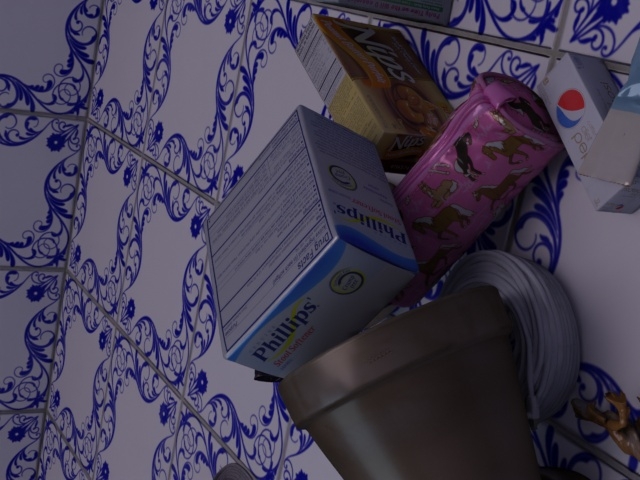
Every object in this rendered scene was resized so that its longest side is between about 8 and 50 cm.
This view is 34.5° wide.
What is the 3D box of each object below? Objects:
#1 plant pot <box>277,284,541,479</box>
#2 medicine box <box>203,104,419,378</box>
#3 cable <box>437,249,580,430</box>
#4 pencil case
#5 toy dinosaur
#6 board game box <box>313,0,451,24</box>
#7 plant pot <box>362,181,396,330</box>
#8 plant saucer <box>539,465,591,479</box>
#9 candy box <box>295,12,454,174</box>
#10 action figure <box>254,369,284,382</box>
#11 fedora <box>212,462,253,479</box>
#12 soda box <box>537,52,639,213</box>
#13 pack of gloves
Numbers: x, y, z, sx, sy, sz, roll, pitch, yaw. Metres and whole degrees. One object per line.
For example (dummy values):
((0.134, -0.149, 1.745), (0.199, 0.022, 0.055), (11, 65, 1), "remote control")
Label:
((0.145, 0.250, 1.335), (0.323, 0.323, 0.280), (-43, 67, 49), "plant pot")
((-0.026, 0.006, 1.474), (0.263, 0.149, 0.289), (-48, 37, 29), "medicine box")
((0.264, 0.143, 1.490), (0.257, 0.089, 0.257), (19, 103, 58), "cable")
((0.188, -0.070, 1.507), (0.160, 0.167, 0.386), (43, 122, 5), "pencil case")
((0.396, 0.252, 1.307), (0.211, 0.064, 0.112), (-122, 27, -56), "toy dinosaur")
((0.121, -0.515, 1.648), (0.097, 0.224, 0.303), (24, 107, 56), "board game box")
((0.000, 0.000, 1.746), (0.284, 0.191, 0.284), (-15, 66, 36), "plant pot")
((0.245, 0.424, 1.367), (0.311, 0.050, 0.310), (-39, 24, 21), "plant saucer")
((0.100, -0.240, 1.696), (0.087, 0.183, 0.316), (-61, 40, 35), "candy box")
((-0.121, 0.143, 2.118), (0.185, 0.099, 0.285), (127, 139, -52), "action figure")
((-0.240, 0.627, 2.236), (0.244, 0.124, 0.275), (35, 117, 54), "fedora")
((0.367, -0.143, 1.362), (0.074, 0.069, 0.216), (-51, 46, 44), "soda box")
((0.441, -0.160, 1.243), (0.195, 0.046, 0.232), (22, 87, 53), "pack of gloves")
